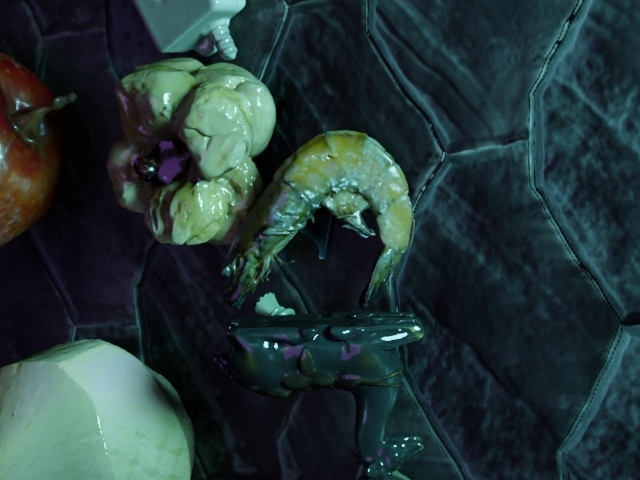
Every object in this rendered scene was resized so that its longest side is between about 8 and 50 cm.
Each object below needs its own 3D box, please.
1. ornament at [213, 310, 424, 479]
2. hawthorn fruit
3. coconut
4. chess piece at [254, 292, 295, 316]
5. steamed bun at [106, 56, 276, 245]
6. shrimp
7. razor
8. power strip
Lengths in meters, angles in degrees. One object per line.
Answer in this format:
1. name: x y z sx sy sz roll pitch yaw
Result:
1. ornament: 0.002 0.191 1.441 0.202 0.080 0.236 -2 97 3
2. hawthorn fruit: -0.359 -0.104 1.585 0.272 0.242 0.241 -13 91 26
3. coconut: -0.263 0.231 1.567 0.259 0.259 0.259 7 102 33
4. chess piece: -0.032 0.085 1.511 0.093 0.042 0.042 39 118 28
5. steamed bun: -0.145 -0.095 1.488 0.192 0.106 0.177 32 113 33
6. shrimp: 0.000 0.000 1.447 0.150 0.051 0.217 39 104 -1
7. razor: -0.072 -0.040 1.520 0.190 0.033 0.066 21 109 31
8. power strip: -0.173 -0.323 1.523 0.098 0.058 0.338 -34 79 33
